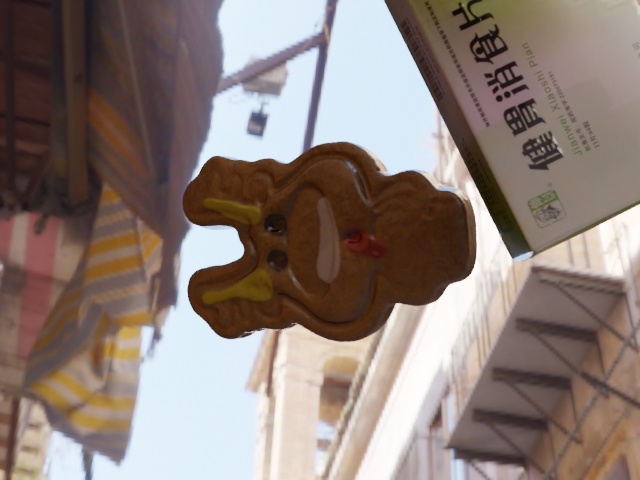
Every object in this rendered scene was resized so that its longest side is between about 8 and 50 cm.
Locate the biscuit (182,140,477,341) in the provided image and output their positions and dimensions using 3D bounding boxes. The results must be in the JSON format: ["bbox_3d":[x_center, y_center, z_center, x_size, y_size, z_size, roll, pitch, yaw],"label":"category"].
[{"bbox_3d":[-0.002,0.000,1.035,0.295,0.185,0.044,-7,-3,30],"label":"biscuit"}]

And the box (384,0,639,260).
[{"bbox_3d":[0.183,-0.137,0.938,0.175,0.260,0.062,-25,-3,-10],"label":"box"}]
